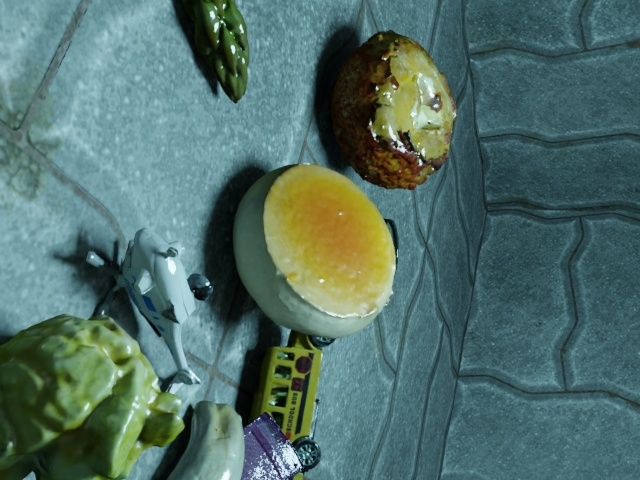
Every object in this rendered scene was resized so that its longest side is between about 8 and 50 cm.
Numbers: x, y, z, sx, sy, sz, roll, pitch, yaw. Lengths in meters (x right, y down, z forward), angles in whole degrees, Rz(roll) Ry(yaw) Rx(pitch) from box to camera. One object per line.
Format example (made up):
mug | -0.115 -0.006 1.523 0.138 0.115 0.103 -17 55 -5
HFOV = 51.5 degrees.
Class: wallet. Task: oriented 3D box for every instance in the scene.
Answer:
wallet | -0.112 0.350 1.008 0.166 0.030 0.111 -32 87 -36

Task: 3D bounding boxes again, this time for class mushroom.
mushroom | -0.189 0.360 0.867 0.122 0.095 0.351 41 38 -9

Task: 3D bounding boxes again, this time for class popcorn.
popcorn | -0.232 0.164 0.630 0.187 0.185 0.167 44 24 -26

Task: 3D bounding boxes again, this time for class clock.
clock | 0.170 0.030 1.781 0.184 0.040 0.185 3 90 -68

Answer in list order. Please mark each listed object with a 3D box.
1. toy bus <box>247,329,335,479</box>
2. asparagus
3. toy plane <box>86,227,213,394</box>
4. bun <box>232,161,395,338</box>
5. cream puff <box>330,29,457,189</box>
toy bus | -0.057 0.286 1.137 0.121 0.122 0.336 131 -30 -73
asparagus | -0.147 -0.315 0.904 0.080 0.080 0.287 -63 149 -44
toy plane | -0.194 0.104 0.818 0.182 0.107 0.273 -35 130 -56
bun | -0.021 0.029 1.097 0.298 0.164 0.299 18 56 -29
cream puff | 0.145 -0.266 1.423 0.350 0.228 0.351 14 70 -45
